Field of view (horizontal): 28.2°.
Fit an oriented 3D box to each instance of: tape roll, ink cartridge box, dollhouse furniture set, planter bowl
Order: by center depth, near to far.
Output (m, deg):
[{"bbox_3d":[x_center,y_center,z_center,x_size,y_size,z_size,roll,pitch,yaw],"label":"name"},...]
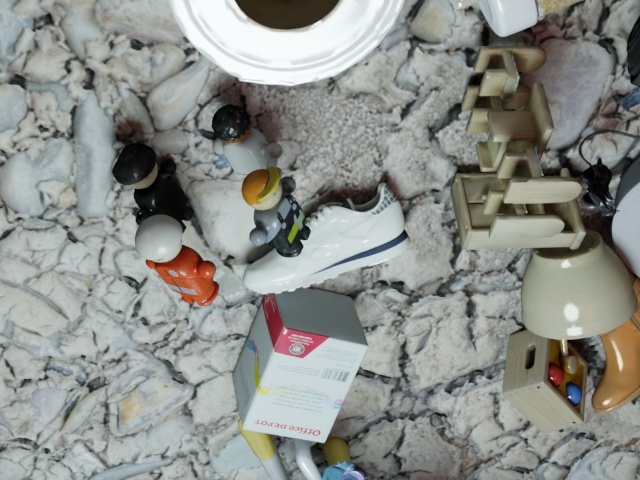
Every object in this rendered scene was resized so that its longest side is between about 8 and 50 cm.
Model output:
[{"bbox_3d":[-0.041,-0.325,1.475,0.286,0.100,0.286,-3,123,-5],"label":"tape roll"},{"bbox_3d":[0.276,-0.096,1.636,0.161,0.212,0.242,-2,147,-9],"label":"dollhouse furniture set"},{"bbox_3d":[0.513,-0.029,1.750,0.219,0.072,0.219,9,128,12],"label":"tape roll"},{"bbox_3d":[0.351,0.050,1.769,0.162,0.162,0.109,-16,114,-2],"label":"planter bowl"},{"bbox_3d":[-0.032,0.169,1.770,0.128,0.127,0.176,14,116,-20],"label":"ink cartridge box"}]

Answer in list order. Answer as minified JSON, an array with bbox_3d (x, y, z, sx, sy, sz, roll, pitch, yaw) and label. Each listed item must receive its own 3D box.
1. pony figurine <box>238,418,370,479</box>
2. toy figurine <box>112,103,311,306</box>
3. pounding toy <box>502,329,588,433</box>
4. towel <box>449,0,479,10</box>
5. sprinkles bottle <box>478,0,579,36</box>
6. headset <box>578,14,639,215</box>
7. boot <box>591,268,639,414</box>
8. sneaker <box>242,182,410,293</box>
[{"bbox_3d":[0.024,0.439,1.805,0.303,0.363,0.351,-32,122,7],"label":"pony figurine"},{"bbox_3d":[-0.135,-0.052,1.566,0.209,0.213,0.148,-26,136,5],"label":"toy figurine"},{"bbox_3d":[0.338,0.180,1.862,0.100,0.141,0.130,-22,128,36],"label":"pounding toy"},{"bbox_3d":[0.173,-0.420,1.441,0.187,0.049,0.282,-23,98,6],"label":"towel"},{"bbox_3d":[0.356,-0.368,1.536,0.355,0.121,0.121,-23,122,2],"label":"sprinkles bottle"},{"bbox_3d":[0.477,-0.190,1.582,0.243,0.185,0.394,43,117,-9],"label":"headset"},{"bbox_3d":[0.429,0.144,1.877,0.152,0.073,0.197,42,82,-23],"label":"boot"},{"bbox_3d":[0.000,0.000,1.713,0.235,0.090,0.095,-21,110,-3],"label":"sneaker"}]
